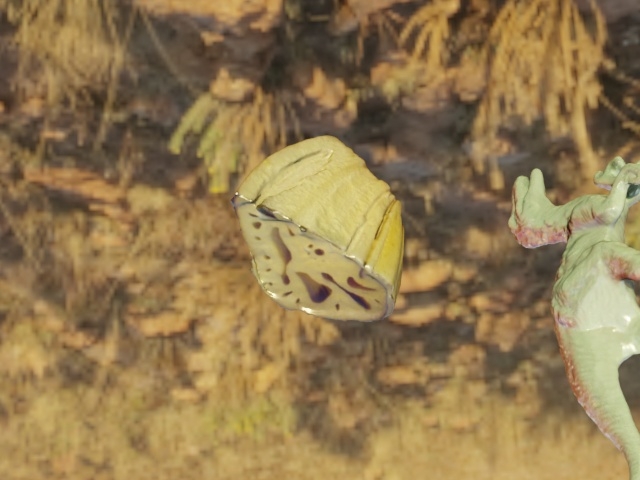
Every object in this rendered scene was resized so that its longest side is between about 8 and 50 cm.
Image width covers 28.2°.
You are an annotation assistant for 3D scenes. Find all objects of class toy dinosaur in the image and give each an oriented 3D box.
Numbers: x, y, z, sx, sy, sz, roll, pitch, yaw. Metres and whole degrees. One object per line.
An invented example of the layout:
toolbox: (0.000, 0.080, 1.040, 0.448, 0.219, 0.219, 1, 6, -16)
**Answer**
toy dinosaur: (0.165, 0.046, 0.762, 0.053, 0.242, 0.167, 23, 153, -31)

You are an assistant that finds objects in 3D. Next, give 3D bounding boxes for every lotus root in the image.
lotus root: (0.003, -0.003, 1.055, 0.095, 0.159, 0.135, -43, -176, 43)
